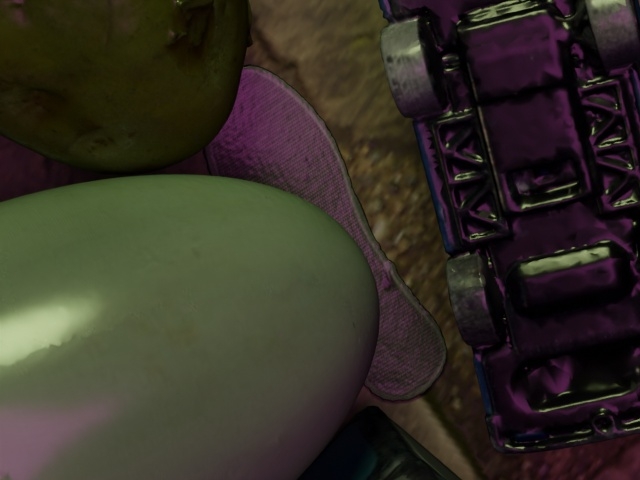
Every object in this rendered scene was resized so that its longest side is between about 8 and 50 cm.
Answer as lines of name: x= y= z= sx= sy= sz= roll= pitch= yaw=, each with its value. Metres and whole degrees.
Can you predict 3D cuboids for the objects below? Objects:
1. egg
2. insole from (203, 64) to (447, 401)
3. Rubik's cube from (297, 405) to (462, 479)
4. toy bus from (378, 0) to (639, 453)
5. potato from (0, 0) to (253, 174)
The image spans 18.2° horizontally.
egg: x=-0.141 y=0.088 z=1.076 sx=0.371 sy=0.230 sz=0.230 roll=-22 pitch=102 yaw=-10
insole: x=0.000 y=0.000 z=1.196 sx=0.080 sy=0.003 sz=0.232 roll=-33 pitch=103 yaw=-2
Rubik's cube: x=0.069 y=0.356 z=1.090 sx=0.362 sy=0.363 sz=0.359 roll=40 pitch=94 yaw=-11
toy bus: x=0.128 y=-0.044 z=1.117 sx=0.138 sy=0.175 sz=0.287 roll=-13 pitch=102 yaw=10
potato: x=-0.145 y=-0.147 z=1.080 sx=0.186 sy=0.148 sz=0.253 roll=-26 pitch=112 yaw=13
